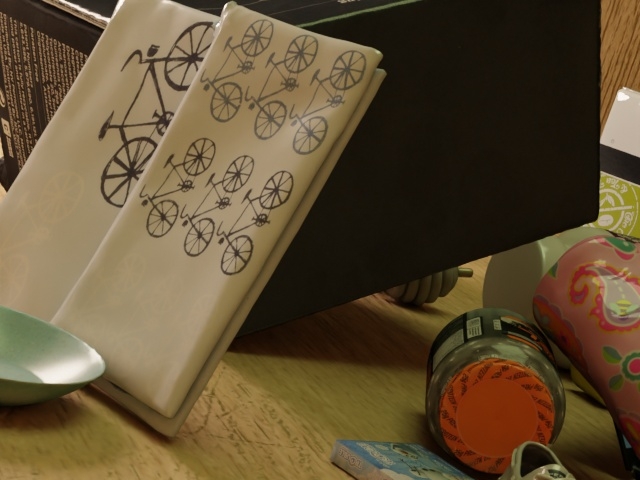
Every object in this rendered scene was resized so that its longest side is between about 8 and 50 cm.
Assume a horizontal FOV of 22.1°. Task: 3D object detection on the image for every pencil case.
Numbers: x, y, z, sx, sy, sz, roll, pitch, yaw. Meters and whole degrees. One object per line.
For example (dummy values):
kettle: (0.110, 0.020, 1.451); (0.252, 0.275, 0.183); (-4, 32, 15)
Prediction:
pencil case: (0.294, 0.125, 1.376); (0.124, 0.124, 0.284); (8, 38, -45)

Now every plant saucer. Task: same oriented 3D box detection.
plant saucer: (-0.253, 0.082, 1.176); (0.195, 0.037, 0.195); (17, 9, -3)

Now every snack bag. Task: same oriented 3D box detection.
snack bag: (-0.137, -0.049, 1.300); (0.342, 0.323, 0.037); (26, -5, 45)

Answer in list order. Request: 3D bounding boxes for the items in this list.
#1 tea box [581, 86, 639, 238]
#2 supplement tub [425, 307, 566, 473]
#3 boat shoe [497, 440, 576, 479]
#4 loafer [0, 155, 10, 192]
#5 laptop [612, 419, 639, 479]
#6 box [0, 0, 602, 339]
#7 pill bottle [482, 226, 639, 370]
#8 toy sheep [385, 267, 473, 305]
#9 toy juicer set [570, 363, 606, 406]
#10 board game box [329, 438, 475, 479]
tea box: (0.521, 0.008, 2.140); (0.220, 0.323, 0.329); (8, 12, -47)
supplement tub: (0.147, 0.128, 1.390); (0.117, 0.117, 0.190); (17, 10, 1)
boat shoe: (0.164, 0.194, 1.196); (0.066, 0.063, 0.184); (18, 9, 3)
loafer: (-0.274, -0.072, 1.932); (0.223, 0.076, 0.078); (6, 21, -34)
laptop: (0.389, 0.169, 1.528); (0.264, 0.136, 0.234); (23, 12, 34)
box: (-0.038, -0.157, 1.713); (0.480, 0.297, 0.472); (-17, 24, -27)
pill bottle: (0.346, 0.077, 1.897); (0.301, 0.169, 0.169); (13, 10, -25)
toy sheep: (0.121, 0.038, 1.983); (0.132, 0.091, 0.091); (-4, 15, -14)
toy juicer set: (0.450, 0.105, 1.797); (0.329, 0.209, 0.089); (13, 18, -21)
board game box: (0.069, 0.179, 1.247); (0.090, 0.020, 0.090); (8, 13, -40)
